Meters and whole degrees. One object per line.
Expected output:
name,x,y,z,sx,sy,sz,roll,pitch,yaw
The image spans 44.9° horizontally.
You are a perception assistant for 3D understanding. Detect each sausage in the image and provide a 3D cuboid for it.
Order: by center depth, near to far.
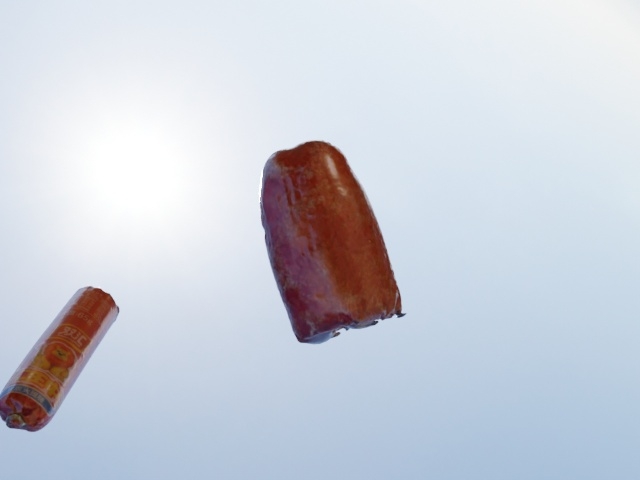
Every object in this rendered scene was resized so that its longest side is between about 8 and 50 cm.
sausage,-0.158,0.071,0.467,0.034,0.034,0.129,33,-157,-10

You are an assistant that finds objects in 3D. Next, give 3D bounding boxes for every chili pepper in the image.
chili pepper,0.000,0.000,0.494,0.070,0.073,0.123,-11,-102,-28
